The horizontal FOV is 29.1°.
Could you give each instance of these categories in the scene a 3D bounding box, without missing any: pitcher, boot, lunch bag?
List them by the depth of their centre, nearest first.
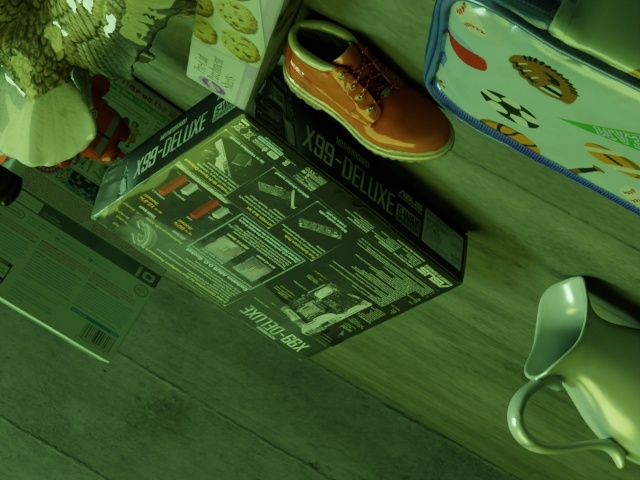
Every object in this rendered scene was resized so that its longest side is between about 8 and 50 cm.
[{"bbox_3d":[0.203,-0.065,0.646,0.303,0.115,0.243,31,171,5],"label":"lunch bag"},{"bbox_3d":[0.038,-0.119,0.977,0.158,0.059,0.084,30,164,9],"label":"boot"},{"bbox_3d":[0.291,0.162,1.223,0.207,0.177,0.125,35,163,-15],"label":"pitcher"}]

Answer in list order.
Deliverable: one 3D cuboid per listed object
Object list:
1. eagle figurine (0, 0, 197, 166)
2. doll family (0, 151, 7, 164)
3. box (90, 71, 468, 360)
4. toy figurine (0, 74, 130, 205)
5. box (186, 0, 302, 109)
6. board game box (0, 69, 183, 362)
[{"bbox_3d":[-0.216,-0.207,0.928,0.225,0.226,0.298,51,174,2],"label":"eagle figurine"},{"bbox_3d":[-0.376,-0.166,1.716,0.163,0.118,0.263,25,158,-28],"label":"doll family"},{"bbox_3d":[-0.039,-0.015,1.262,0.307,0.076,0.242,36,134,-27],"label":"box"},{"bbox_3d":[-0.320,-0.159,1.261,0.213,0.209,0.148,-19,159,15],"label":"toy figurine"},{"bbox_3d":[-0.054,-0.177,0.936,0.067,0.063,0.324,33,169,-4],"label":"box"},{"bbox_3d":[-0.275,-0.041,1.473,0.224,0.303,0.097,35,168,-18],"label":"board game box"}]
